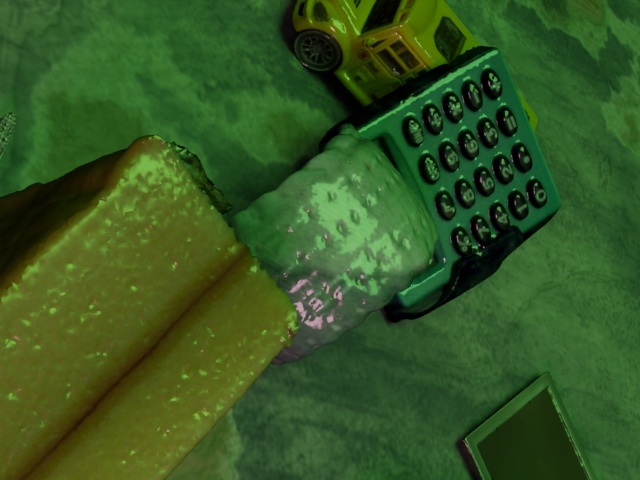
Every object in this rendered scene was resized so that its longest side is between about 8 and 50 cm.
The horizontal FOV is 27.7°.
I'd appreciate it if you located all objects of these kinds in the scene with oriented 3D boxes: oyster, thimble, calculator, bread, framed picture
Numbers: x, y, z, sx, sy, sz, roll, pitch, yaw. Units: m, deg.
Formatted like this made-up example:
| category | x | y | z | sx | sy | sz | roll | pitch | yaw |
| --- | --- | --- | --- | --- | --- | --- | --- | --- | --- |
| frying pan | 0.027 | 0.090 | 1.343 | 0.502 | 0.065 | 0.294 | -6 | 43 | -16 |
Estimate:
| category | x | y | z | sx | sy | sz | roll | pitch | yaw |
| --- | --- | --- | --- | --- | --- | --- | --- | --- | --- |
| oyster | -0.167 | -0.038 | 1.288 | 0.105 | 0.056 | 0.177 | 52 | 40 | 1 |
| thimble | 0.000 | 0.000 | 1.336 | 0.250 | 0.205 | 0.172 | -36 | 94 | -33 |
| calculator | 0.150 | -0.069 | 1.522 | 0.274 | 0.058 | 0.248 | -31 | 111 | -16 |
| bread | -0.209 | 0.142 | 1.007 | 0.233 | 0.245 | 0.361 | 52 | 39 | -29 |
| framed picture | 0.291 | 0.337 | 1.634 | 0.231 | 0.018 | 0.293 | -25 | 91 | -50 |

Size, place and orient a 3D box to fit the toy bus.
| category | x | y | z | sx | sy | sz | roll | pitch | yaw |
| --- | --- | --- | --- | --- | --- | --- | --- | --- | --- |
| toy bus | 0.118 | -0.209 | 1.604 | 0.330 | 0.152 | 0.144 | 46 | 46 | -22 |

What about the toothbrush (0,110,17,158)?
| category | x | y | z | sx | sy | sz | roll | pitch | yaw |
| --- | --- | --- | --- | --- | --- | --- | --- | --- | --- |
| toothbrush | -0.326 | 0.022 | 1.104 | 0.024 | 0.029 | 0.354 | 29 | 52 | -19 |
